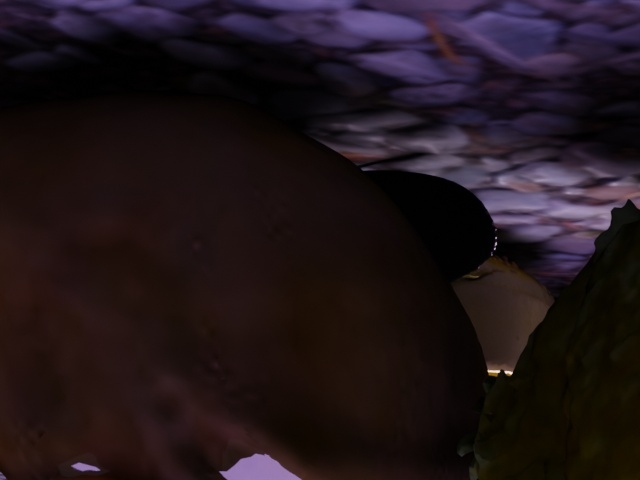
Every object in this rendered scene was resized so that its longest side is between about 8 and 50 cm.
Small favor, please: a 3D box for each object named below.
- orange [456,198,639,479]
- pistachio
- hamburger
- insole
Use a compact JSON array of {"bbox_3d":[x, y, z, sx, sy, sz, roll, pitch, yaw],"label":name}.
[{"bbox_3d":[0.198,0.071,0.690,0.301,0.223,0.300,-17,165,-33],"label":"orange"},{"bbox_3d":[-0.036,0.031,0.735,0.163,0.213,0.260,-43,157,11],"label":"pistachio"},{"bbox_3d":[0.044,0.044,0.913,0.141,0.081,0.126,5,155,-21],"label":"hamburger"},{"bbox_3d":[0.000,0.000,0.836,0.188,0.004,0.064,-6,121,42],"label":"insole"}]
